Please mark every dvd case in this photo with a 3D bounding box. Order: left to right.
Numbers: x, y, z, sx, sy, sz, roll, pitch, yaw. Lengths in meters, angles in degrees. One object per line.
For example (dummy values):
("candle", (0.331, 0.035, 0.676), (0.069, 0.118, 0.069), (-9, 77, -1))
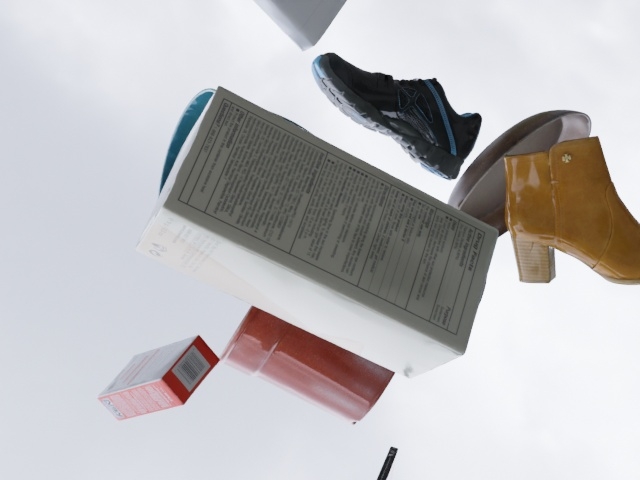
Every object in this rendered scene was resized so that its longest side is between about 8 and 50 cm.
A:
("dvd case", (0.070, 0.331, 1.252), (0.013, 0.087, 0.119), (18, -134, 12))

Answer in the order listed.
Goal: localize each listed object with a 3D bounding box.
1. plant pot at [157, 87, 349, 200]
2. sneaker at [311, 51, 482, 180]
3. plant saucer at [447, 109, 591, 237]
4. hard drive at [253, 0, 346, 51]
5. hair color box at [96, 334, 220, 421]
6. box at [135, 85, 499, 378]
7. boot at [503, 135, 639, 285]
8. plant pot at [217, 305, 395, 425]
("plant pot", (-0.084, -0.071, 1.520), (0.255, 0.271, 0.271), (11, -138, -29))
("sneaker", (0.136, -0.248, 1.768), (0.341, 0.139, 0.125), (32, -179, -21))
("plant saucer", (0.314, -0.105, 1.627), (0.311, 0.310, 0.050), (-4, -132, -52))
("hard drive", (-0.085, -0.491, 1.496), (0.353, 0.047, 0.233), (44, -120, -22))
("hair color box", (-0.226, 0.193, 1.371), (0.053, 0.167, 0.093), (54, -133, -16))
("box", (0.000, 0.000, 0.950), (0.311, 0.121, 0.148), (28, -118, -11))
("boot", (0.414, -0.046, 1.428), (0.104, 0.295, 0.211), (-28, -66, -69))
("plant pot", (0.000, 0.169, 1.728), (0.265, 0.272, 0.272), (32, -149, -2))
